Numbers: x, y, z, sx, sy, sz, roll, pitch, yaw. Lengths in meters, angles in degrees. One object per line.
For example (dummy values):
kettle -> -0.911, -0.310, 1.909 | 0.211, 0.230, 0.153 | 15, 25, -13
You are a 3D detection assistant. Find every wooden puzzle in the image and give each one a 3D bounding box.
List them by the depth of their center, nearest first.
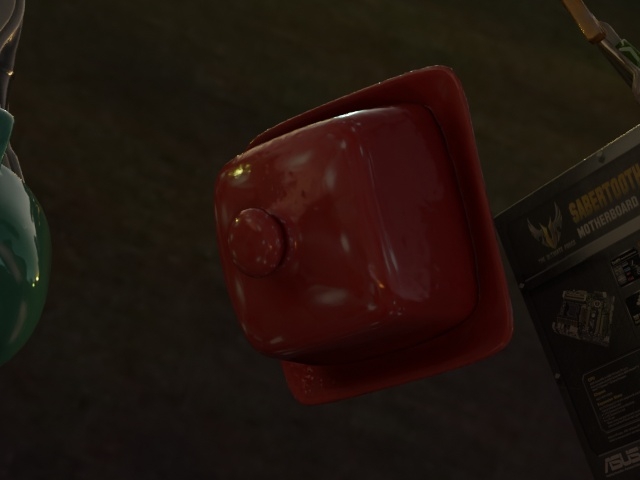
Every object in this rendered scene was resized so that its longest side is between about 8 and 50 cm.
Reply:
wooden puzzle -> 0.124, -0.046, 0.654 | 0.116, 0.014, 0.078 | 46, 13, -27

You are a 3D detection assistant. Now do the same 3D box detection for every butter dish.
butter dish -> 0.000, 0.000, 0.959 | 0.160, 0.160, 0.118 | -19, -12, 39

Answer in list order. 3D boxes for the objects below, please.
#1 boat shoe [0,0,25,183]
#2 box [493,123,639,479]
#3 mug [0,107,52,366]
boat shoe -> -0.270, -0.103, 1.301 | 0.112, 0.095, 0.335 | 11, 53, -29
box -> 0.203, 0.028, 1.003 | 0.056, 0.183, 0.231 | -14, -13, -31
mug -> -0.230, 0.009, 1.099 | 0.129, 0.158, 0.097 | -12, 23, 1
